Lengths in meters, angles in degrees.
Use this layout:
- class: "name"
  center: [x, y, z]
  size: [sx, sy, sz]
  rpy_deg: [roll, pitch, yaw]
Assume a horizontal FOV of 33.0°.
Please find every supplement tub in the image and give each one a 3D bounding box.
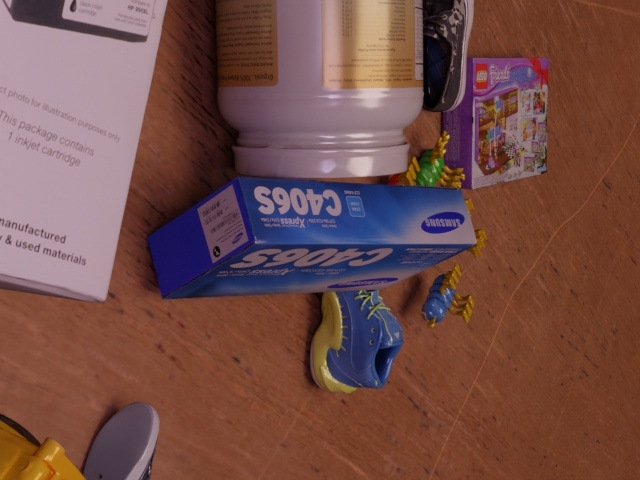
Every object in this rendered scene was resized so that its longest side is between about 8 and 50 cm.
- class: "supplement tub"
  center: [-0.001, -0.231, 1.173]
  size: [0.228, 0.228, 0.316]
  rpy_deg: [-12, 105, -55]

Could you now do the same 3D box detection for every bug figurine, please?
- class: "bug figurine"
  center: [0.160, -0.020, 1.580]
  size: [0.216, 0.072, 0.279]
  rpy_deg: [-58, 133, -43]

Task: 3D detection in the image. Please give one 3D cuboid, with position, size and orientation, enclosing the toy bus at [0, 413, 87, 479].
- class: "toy bus"
  center: [-0.235, 0.259, 0.910]
  size: [0.149, 0.211, 0.220]
  rpy_deg: [-58, 139, -36]

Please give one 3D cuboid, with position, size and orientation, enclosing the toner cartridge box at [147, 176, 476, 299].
- class: "toner cartridge box"
  center: [0.000, 0.000, 1.196]
  size: [0.348, 0.165, 0.075]
  rpy_deg: [0, 70, -44]

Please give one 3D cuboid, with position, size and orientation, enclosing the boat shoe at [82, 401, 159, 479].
- class: "boat shoe"
  center: [-0.200, 0.259, 1.097]
  size: [0.083, 0.065, 0.183]
  rpy_deg: [45, 63, -55]

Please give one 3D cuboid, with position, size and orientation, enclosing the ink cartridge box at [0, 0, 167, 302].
- class: "ink cartridge box"
  center: [-0.260, -0.175, 0.746]
  size: [0.166, 0.285, 0.395]
  rpy_deg: [22, 75, -55]

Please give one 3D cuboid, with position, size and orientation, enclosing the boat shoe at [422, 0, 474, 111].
- class: "boat shoe"
  center: [0.167, -0.295, 1.557]
  size: [0.076, 0.080, 0.229]
  rpy_deg: [-26, 123, -53]

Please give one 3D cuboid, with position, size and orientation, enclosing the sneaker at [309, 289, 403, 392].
- class: "sneaker"
  center: [0.057, 0.081, 1.391]
  size: [0.091, 0.126, 0.240]
  rpy_deg: [-6, 100, -56]

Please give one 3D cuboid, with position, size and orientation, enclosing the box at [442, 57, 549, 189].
- class: "box"
  center: [0.290, -0.197, 1.759]
  size: [0.293, 0.057, 0.201]
  rpy_deg: [-13, 106, -55]
